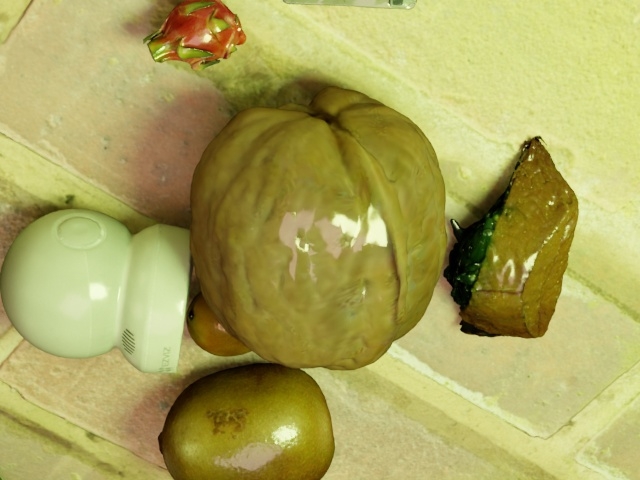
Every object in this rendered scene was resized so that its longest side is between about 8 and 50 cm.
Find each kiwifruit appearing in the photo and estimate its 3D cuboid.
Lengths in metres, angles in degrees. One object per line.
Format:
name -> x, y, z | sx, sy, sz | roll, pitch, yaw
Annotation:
kiwifruit -> -0.100, 0.261, 1.891 | 0.234, 0.196, 0.196 | -6, 123, -5

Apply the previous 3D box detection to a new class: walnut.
walnut -> -0.003, -0.001, 1.678 | 0.306, 0.306, 0.344 | -2, 116, -3

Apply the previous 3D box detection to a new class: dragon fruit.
dragon fruit -> -0.146, -0.235, 1.629 | 0.116, 0.086, 0.081 | -19, 117, -4

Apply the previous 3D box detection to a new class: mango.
mango -> -0.095, 0.091, 1.845 | 0.163, 0.089, 0.111 | -27, 137, 1

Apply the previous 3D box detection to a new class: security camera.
security camera -> -0.279, 0.063, 1.756 | 0.236, 0.194, 0.194 | 6, 122, -4

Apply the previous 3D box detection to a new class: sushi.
sushi -> 0.233, 0.020, 1.800 | 0.149, 0.140, 0.287 | -22, 131, -36

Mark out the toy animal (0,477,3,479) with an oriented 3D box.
toy animal -> -0.480, 0.357, 2.017 | 0.075, 0.041, 0.217 | -22, 117, 13

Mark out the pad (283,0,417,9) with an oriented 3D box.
pad -> 0.042, -0.384, 1.595 | 0.160, 0.009, 0.265 | 1, 122, -4
